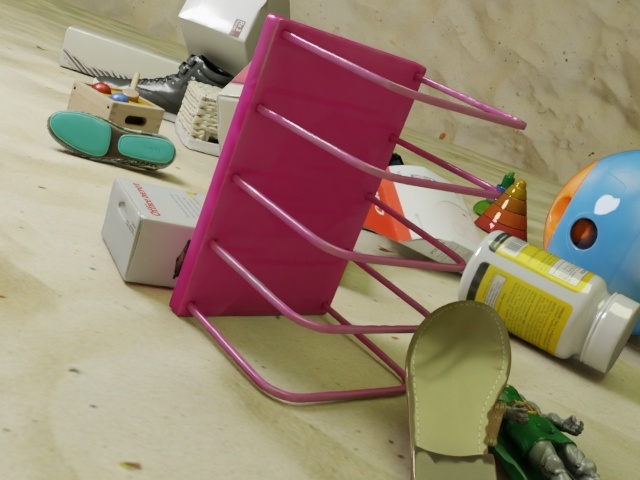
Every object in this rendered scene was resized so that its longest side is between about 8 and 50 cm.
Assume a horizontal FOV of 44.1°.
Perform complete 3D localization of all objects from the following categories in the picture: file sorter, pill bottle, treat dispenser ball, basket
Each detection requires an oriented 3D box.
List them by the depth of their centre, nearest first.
[{"bbox_3d":[0.029,-0.020,0.726,0.202,0.291,0.182,5,24,-44],"label":"file sorter"},{"bbox_3d":[0.297,0.080,1.031,0.208,0.119,0.119,29,18,27],"label":"pill bottle"},{"bbox_3d":[0.494,0.004,1.221,0.288,0.288,0.288,19,15,-5],"label":"treat dispenser ball"},{"bbox_3d":[-0.204,-0.231,1.504,0.113,0.103,0.167,12,18,-23],"label":"basket"}]

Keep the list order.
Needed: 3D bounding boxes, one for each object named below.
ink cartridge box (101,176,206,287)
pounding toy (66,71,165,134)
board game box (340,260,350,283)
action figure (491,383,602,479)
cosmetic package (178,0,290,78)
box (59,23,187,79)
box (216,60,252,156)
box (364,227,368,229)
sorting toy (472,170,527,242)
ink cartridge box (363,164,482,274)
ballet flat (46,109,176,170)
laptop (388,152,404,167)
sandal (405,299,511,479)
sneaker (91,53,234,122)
[{"bbox_3d":[-0.136,-0.001,0.857,0.175,0.072,0.127,11,18,-30],"label":"ink cartridge box"},{"bbox_3d":[-0.335,-0.226,1.325,0.130,0.100,0.141,30,19,32],"label":"pounding toy"},{"bbox_3d":[0.000,0.000,1.078,0.092,0.043,0.181,20,15,1],"label":"board game box"},{"bbox_3d":[0.187,0.174,0.688,0.137,0.064,0.232,16,15,-29],"label":"action figure"},{"bbox_3d":[-0.171,-0.433,1.721,0.156,0.217,0.385,21,-20,8],"label":"cosmetic package"},{"bbox_3d":[-0.450,-0.410,1.826,0.275,0.094,0.113,17,15,-11],"label":"box"},{"bbox_3d":[-0.077,-0.226,1.383,0.126,0.149,0.232,11,36,13],"label":"box"},{"bbox_3d":[0.090,-0.077,1.422,0.100,0.060,0.244,17,16,-15],"label":"box"},{"bbox_3d":[0.428,-0.098,1.796,0.127,0.126,0.365,21,16,6],"label":"sorting toy"},{"bbox_3d":[0.149,-0.057,1.251,0.232,0.066,0.189,29,31,-32],"label":"ink cartridge box"},{"bbox_3d":[-0.311,-0.143,1.173,0.188,0.070,0.070,17,15,-17],"label":"ballet flat"},{"bbox_3d":[0.054,-0.168,1.781,0.234,0.137,0.264,26,42,24],"label":"laptop"},{"bbox_3d":[0.107,0.154,0.650,0.088,0.079,0.240,8,37,7],"label":"sandal"},{"bbox_3d":[-0.308,-0.323,1.609,0.295,0.147,0.104,17,17,-6],"label":"sneaker"}]
